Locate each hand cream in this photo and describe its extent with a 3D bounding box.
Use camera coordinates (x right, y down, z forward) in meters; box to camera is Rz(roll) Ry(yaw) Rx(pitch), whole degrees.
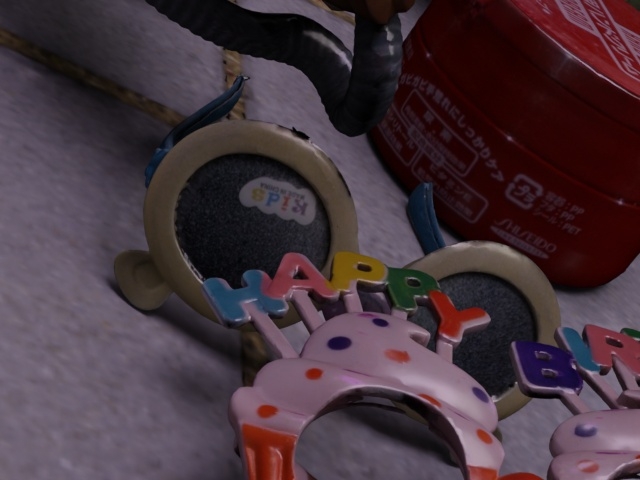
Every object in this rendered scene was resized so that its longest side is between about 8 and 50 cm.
[{"bbox_3d":[0.133,-0.076,0.826,0.193,0.125,0.193,27,29,-16],"label":"hand cream"}]

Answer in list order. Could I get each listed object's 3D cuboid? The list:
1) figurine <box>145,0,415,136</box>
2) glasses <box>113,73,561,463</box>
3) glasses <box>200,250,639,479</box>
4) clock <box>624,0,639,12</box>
[{"bbox_3d":[-0.095,-0.231,0.680,0.382,0.261,0.186,28,57,34],"label":"figurine"},{"bbox_3d":[0.015,-0.024,0.646,0.189,0.088,0.220,27,27,-14],"label":"glasses"},{"bbox_3d":[0.070,0.088,0.515,0.255,0.095,0.162,17,44,-7],"label":"glasses"},{"bbox_3d":[0.226,-0.086,0.930,0.191,0.151,0.062,47,44,14],"label":"clock"}]
